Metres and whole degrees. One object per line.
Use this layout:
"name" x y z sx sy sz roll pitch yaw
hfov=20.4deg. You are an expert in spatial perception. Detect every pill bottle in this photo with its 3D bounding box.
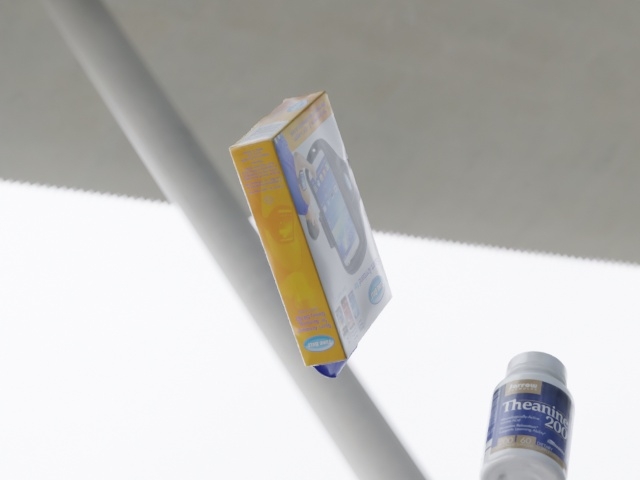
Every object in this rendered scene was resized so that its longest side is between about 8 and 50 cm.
"pill bottle" 0.161 0.144 1.365 0.067 0.120 0.067 7 -47 8

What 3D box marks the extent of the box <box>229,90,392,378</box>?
"box" 0.000 0.000 0.905 0.028 0.136 0.081 -13 17 25
